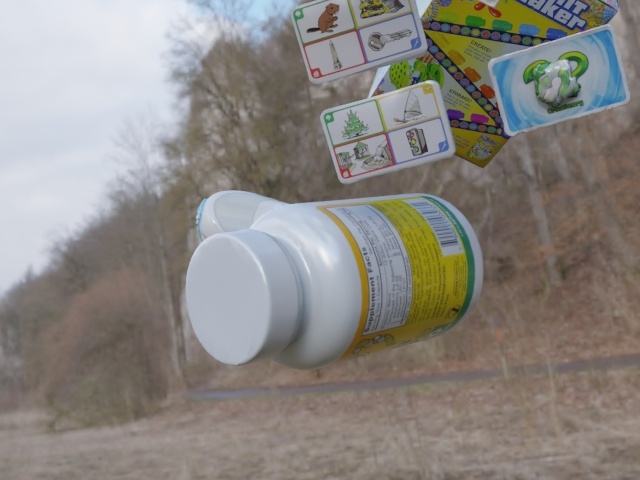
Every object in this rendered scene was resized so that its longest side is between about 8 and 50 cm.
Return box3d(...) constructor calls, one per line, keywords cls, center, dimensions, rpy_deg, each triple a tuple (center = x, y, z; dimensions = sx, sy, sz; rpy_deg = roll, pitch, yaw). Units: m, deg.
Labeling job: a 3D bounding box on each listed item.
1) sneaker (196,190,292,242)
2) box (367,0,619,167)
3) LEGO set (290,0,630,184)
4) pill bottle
box3d(cls="sneaker", center=(0.000, 0.000, 0.835), dimensions=(0.229, 0.087, 0.092), rpy_deg=(19, -37, -12))
box3d(cls="box", center=(0.216, -0.302, 1.110), dimensions=(0.177, 0.289, 0.279), rpy_deg=(26, -41, -8))
box3d(cls="LEGO set", center=(0.104, -0.154, 0.558), dimensions=(0.244, 0.182, 0.060), rpy_deg=(-15, 13, 13))
box3d(cls="pill bottle", center=(0.013, 0.029, 0.655), dimensions=(0.209, 0.117, 0.118), rpy_deg=(-7, -7, -45))
